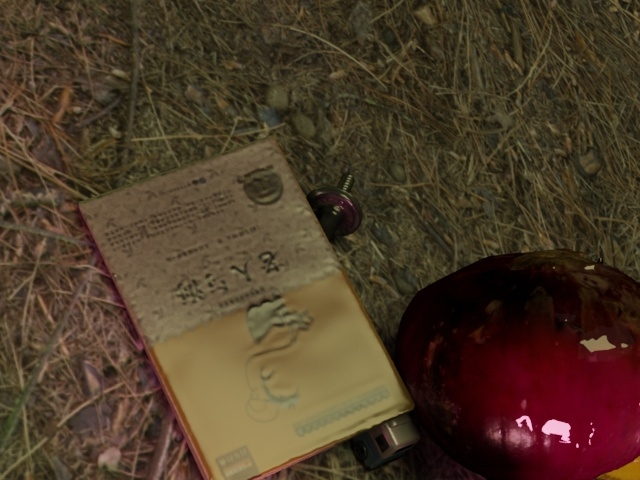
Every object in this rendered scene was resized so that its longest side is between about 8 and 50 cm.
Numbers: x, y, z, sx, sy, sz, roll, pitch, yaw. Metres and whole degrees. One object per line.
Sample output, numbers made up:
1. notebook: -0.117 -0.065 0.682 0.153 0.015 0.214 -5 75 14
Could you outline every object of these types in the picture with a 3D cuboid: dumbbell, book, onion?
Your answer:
1. dumbbell: 0.000 0.000 1.756 0.082 0.081 0.254 36 45 -11
2. book: -0.088 0.077 1.622 0.269 0.032 0.388 -22 73 -23
3. onion: 0.260 0.204 1.686 0.348 0.348 0.385 -5 102 -38

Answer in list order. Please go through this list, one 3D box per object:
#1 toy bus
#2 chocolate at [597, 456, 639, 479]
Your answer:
1. toy bus: 0.064 0.204 1.665 0.060 0.075 0.123 -14 70 -41
2. chocolate: 0.523 0.212 1.857 0.301 0.288 0.137 17 41 -27
